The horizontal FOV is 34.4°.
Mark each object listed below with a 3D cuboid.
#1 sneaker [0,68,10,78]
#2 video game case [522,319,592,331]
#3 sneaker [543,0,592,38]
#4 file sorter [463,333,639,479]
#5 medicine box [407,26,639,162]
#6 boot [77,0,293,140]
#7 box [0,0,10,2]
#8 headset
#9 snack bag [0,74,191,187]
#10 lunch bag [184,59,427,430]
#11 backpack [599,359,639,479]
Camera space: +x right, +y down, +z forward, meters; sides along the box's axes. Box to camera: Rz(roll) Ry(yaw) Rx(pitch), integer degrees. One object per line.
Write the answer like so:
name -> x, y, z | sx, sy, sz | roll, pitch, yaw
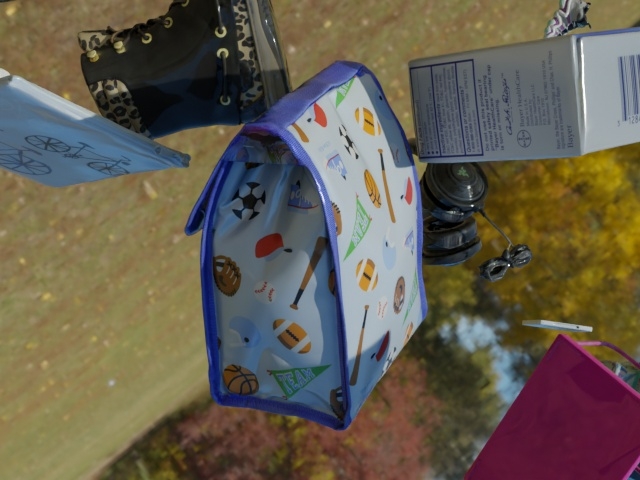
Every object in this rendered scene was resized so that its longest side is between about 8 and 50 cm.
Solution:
sneaker -> -0.697, -0.292, 1.988 | 0.212, 0.094, 0.080 | -26, 125, -45
video game case -> 0.507, 0.183, 2.218 | 0.122, 0.011, 0.087 | 9, 173, -14
sneaker -> 0.415, -0.356, 1.715 | 0.038, 0.069, 0.098 | 18, 97, -63
file sorter -> 0.410, 0.321, 1.609 | 0.182, 0.202, 0.291 | 7, 118, -49
medicine box -> 0.313, -0.199, 1.406 | 0.263, 0.149, 0.289 | -14, -169, -38
boot -> -0.214, -0.322, 1.498 | 0.284, 0.377, 0.138 | -16, -159, 6
box -> -0.519, -0.543, 1.859 | 0.270, 0.165, 0.143 | 0, 166, 28
headset -> 0.238, -0.042, 2.021 | 0.185, 0.394, 0.243 | -28, 134, -35
snack bag -> -0.406, -0.152, 1.452 | 0.342, 0.037, 0.323 | -4, 160, 40
lunch bag -> -0.010, -0.014, 1.332 | 0.239, 0.385, 0.328 | 7, -154, 20
backpack -> 0.581, 0.336, 1.971 | 0.253, 0.191, 0.225 | 22, 92, -83
